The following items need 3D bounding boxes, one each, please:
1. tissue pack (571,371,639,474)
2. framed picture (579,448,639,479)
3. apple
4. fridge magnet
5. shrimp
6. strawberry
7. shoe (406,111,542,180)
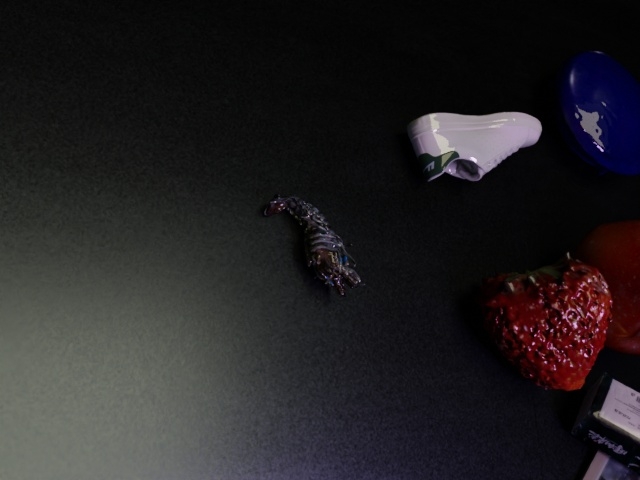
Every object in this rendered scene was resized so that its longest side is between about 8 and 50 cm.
[{"bbox_3d":[0.484,0.292,1.056,0.170,0.090,0.103,30,52,17],"label":"tissue pack"},{"bbox_3d":[0.485,0.426,1.013,0.240,0.020,0.324,36,52,20],"label":"framed picture"},{"bbox_3d":[0.513,0.076,1.122,0.218,0.218,0.201,18,57,-23],"label":"apple"},{"bbox_3d":[0.555,-0.245,1.347,0.265,0.112,0.266,11,65,-25],"label":"fridge magnet"},{"bbox_3d":[0.003,-0.003,0.947,0.076,0.082,0.174,-34,81,-31],"label":"shrimp"},{"bbox_3d":[0.338,0.126,1.030,0.186,0.184,0.202,-10,84,-29],"label":"strawberry"},{"bbox_3d":[0.265,-0.149,1.158,0.265,0.095,0.110,-2,76,-25],"label":"shoe"}]
